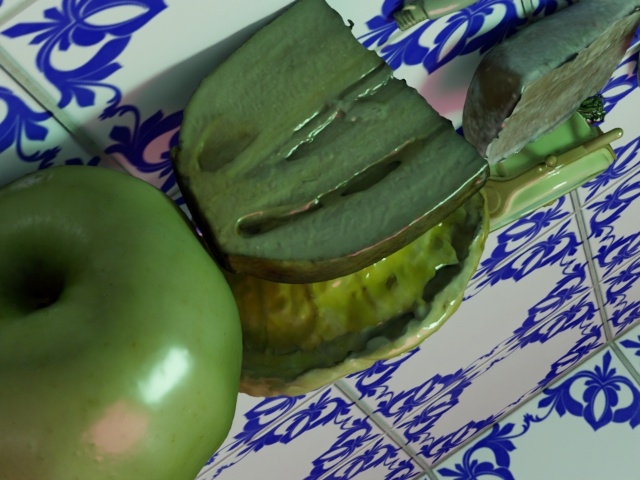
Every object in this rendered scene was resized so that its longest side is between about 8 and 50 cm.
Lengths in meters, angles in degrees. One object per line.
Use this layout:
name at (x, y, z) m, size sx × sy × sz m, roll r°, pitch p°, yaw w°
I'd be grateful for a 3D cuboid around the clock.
clock at (0.283, -0.093, 2.287) m, size 0.235 × 0.096 × 0.308 m, roll -24°, pitch 174°, yaw -24°

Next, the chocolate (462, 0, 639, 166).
chocolate at (0.284, -0.216, 2.115) m, size 0.303 × 0.100 × 0.185 m, roll -32°, pitch 155°, yaw -34°

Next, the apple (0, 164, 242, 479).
apple at (-0.243, 0.109, 1.681) m, size 0.357 × 0.357 × 0.357 m, roll -30°, pitch 159°, yaw -13°

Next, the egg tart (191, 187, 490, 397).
egg tart at (0.000, 0.000, 1.879) m, size 0.388 × 0.388 × 0.169 m, roll -33°, pitch 128°, yaw -5°

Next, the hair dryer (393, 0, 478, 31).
hair dryer at (0.262, -0.323, 1.901) m, size 0.298 × 0.119 × 0.296 m, roll -29°, pitch 170°, yaw 35°

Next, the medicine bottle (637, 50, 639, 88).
medicine bottle at (0.482, -0.246, 2.415) m, size 0.058 × 0.058 × 0.091 m, roll -33°, pitch 160°, yaw -4°

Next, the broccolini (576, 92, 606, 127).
broccolini at (0.326, -0.182, 2.367) m, size 0.218 × 0.044 × 0.042 m, roll -5°, pitch 160°, yaw -44°

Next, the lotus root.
lotus root at (-0.013, -0.062, 1.718) m, size 0.260 × 0.267 × 0.149 m, roll -40°, pitch 163°, yaw -14°
